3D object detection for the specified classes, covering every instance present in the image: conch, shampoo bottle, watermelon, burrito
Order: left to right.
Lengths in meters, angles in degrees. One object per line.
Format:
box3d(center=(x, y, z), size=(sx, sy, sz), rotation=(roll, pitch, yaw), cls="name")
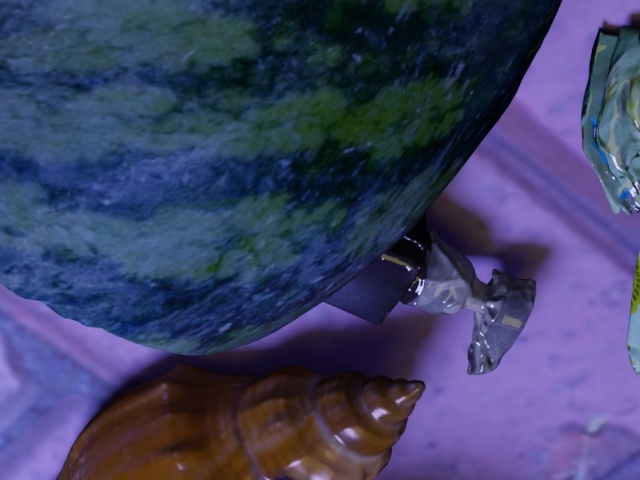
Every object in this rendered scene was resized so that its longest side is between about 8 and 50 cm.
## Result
box3d(center=(-0.078, -0.076, 0.739), size=(0.293, 0.283, 0.250), rotation=(14, 105, 43), cls="watermelon")
box3d(center=(-0.078, 0.137, 0.998), size=(0.330, 0.093, 0.109), rotation=(-31, 124, 26), cls="conch")
box3d(center=(0.000, -0.001, 0.909), size=(0.208, 0.057, 0.063), rotation=(23, 125, -10), cls="shampoo bottle")
box3d(center=(0.165, -0.035, 0.872), size=(0.104, 0.054, 0.288), rotation=(5, 128, 5), cls="burrito")
